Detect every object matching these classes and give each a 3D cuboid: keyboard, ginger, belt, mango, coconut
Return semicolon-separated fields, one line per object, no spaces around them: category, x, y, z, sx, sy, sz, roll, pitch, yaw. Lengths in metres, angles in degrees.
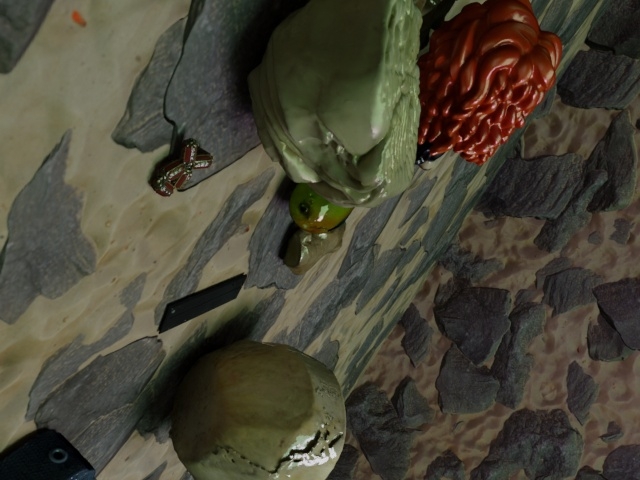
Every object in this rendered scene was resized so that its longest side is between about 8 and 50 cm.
keyboard;-0.207;0.110;1.014;0.202;0.011;0.067;-22;146;-56
ginger;0.002;-0.003;1.206;0.213;0.074;0.137;-21;152;-50
belt;-0.431;0.391;0.800;0.218;0.128;0.122;-40;161;-31
mango;0.022;-0.092;1.052;0.125;0.111;0.233;-52;179;41
coconut;-0.111;0.376;1.158;0.352;0.353;0.352;-45;159;-23

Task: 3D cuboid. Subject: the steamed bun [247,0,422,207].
steamed bun;0.025;-0.189;0.760;0.289;0.203;0.275;26;75;-72

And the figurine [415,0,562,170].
figurine;0.280;-0.286;1.092;0.306;0.241;0.412;-43;180;1

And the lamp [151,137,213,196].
lamp;-0.179;-0.089;0.714;0.083;0.031;0.063;-49;159;-2

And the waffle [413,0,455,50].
waffle;0.189;-0.449;0.895;0.292;0.056;0.309;-18;142;-60
